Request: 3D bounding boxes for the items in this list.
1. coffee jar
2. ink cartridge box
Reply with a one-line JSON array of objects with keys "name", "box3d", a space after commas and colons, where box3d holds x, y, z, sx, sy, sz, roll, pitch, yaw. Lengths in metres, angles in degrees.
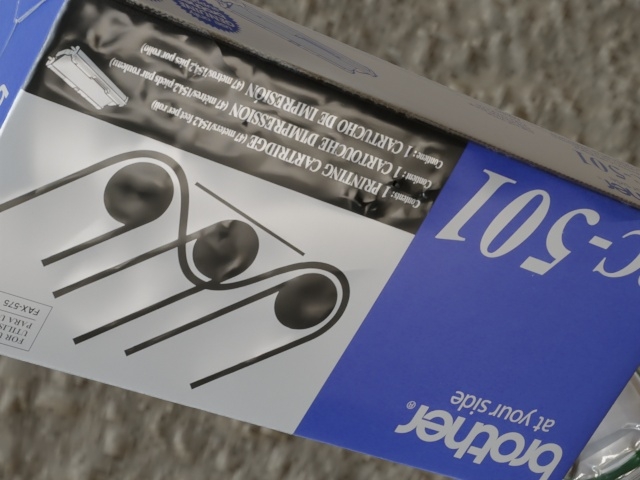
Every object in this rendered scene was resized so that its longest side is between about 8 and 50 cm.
[{"name": "coffee jar", "box3d": [0.181, 0.150, 1.045, 0.079, 0.184, 0.096, -30, 42, 2]}, {"name": "ink cartridge box", "box3d": [0.000, 0.000, 0.477, 0.207, 0.097, 0.046, 19, 21, -31]}]
